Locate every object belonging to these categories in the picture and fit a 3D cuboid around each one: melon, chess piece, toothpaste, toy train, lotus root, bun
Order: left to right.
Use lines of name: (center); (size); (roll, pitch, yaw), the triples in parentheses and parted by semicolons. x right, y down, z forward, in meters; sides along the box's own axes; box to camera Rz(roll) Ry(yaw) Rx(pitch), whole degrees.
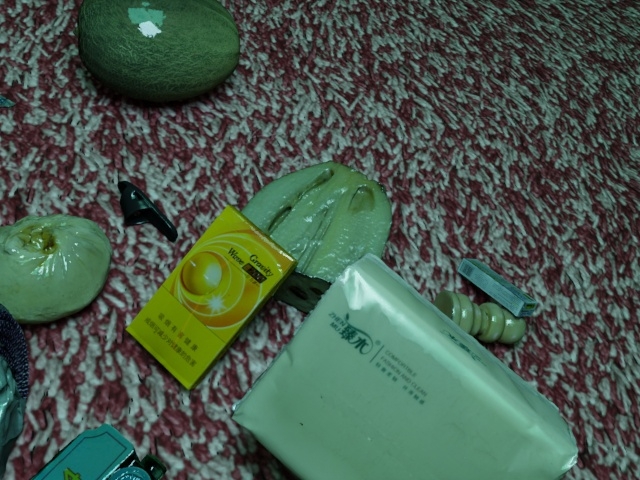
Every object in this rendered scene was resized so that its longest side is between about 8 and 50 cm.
bun: (-0.455, 0.031, 0.984); (0.223, 0.127, 0.222); (5, 58, -7)
toy train: (-0.316, 0.357, 0.824); (0.154, 0.107, 0.198); (34, 56, 19)
melon: (-0.327, -0.408, 1.231); (0.330, 0.248, 0.248); (-3, 59, -19)
lotus root: (-0.006, -0.013, 1.110); (0.267, 0.149, 0.260); (20, 57, 10)
chess piece: (0.297, 0.153, 1.115); (0.171, 0.094, 0.094); (12, 55, -15)
toothpaste: (0.332, 0.085, 1.143); (0.046, 0.034, 0.164); (5, 25, -38)

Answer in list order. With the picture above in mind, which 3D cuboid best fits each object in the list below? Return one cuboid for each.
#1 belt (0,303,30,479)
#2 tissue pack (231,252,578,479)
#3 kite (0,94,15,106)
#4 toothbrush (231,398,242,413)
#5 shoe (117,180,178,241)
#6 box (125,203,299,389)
belt: (-0.472, 0.240, 0.766); (0.122, 0.260, 0.324); (3, 58, -5)
tissue pack: (0.110, 0.244, 0.860); (0.380, 0.297, 0.207); (38, 13, 9)
kite: (-0.676, -0.257, 1.192); (0.137, 0.005, 0.152); (-13, 62, -18)
toothbrush: (-0.018, 0.233, 1.022); (0.288, 0.024, 0.021); (-18, 66, -25)
shoe: (-0.330, -0.047, 1.106); (0.159, 0.062, 0.053); (40, 60, 9)
box: (-0.177, 0.090, 0.982); (0.152, 0.043, 0.269); (39, 92, 12)
